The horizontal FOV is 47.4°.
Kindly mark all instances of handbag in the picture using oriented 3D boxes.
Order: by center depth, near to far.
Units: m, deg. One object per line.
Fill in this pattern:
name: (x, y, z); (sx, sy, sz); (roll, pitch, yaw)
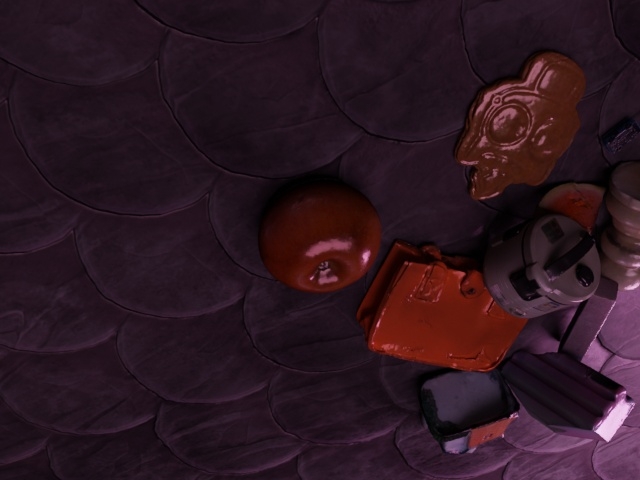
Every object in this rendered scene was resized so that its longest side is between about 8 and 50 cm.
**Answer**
handbag: (0.324, 0.177, 1.854); (0.409, 0.116, 0.304); (14, 119, -21)

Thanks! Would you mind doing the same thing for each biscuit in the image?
biscuit: (0.446, -0.244, 1.636); (0.269, 0.051, 0.376); (16, 119, -20)

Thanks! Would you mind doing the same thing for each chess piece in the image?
chess piece: (0.775, -0.015, 1.802); (0.182, 0.182, 0.330); (-8, 131, -7)

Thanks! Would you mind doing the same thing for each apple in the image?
apple: (0.000, 0.000, 1.610); (0.271, 0.206, 0.252); (-2, 127, -12)

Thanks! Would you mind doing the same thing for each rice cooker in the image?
rice cooker: (0.513, 0.059, 1.691); (0.226, 0.226, 0.244); (18, 156, -23)

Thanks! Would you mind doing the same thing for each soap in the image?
soap: (0.650, 0.414, 1.977); (0.193, 0.323, 0.109); (-51, 130, -6)

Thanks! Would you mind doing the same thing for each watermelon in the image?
watermelon: (0.588, -0.062, 1.762); (0.145, 0.137, 0.193); (23, 102, 8)

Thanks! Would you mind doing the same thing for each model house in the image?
model house: (0.409, 0.516, 2.092); (0.253, 0.185, 0.291); (-16, 140, -9)

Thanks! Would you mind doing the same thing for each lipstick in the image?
lipstick: (0.705, 0.221, 1.935); (0.066, 0.068, 0.317); (19, 142, 13)

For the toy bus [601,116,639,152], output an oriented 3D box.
toy bus: (0.696, -0.245, 1.691); (0.083, 0.046, 0.038); (-40, 123, 13)
